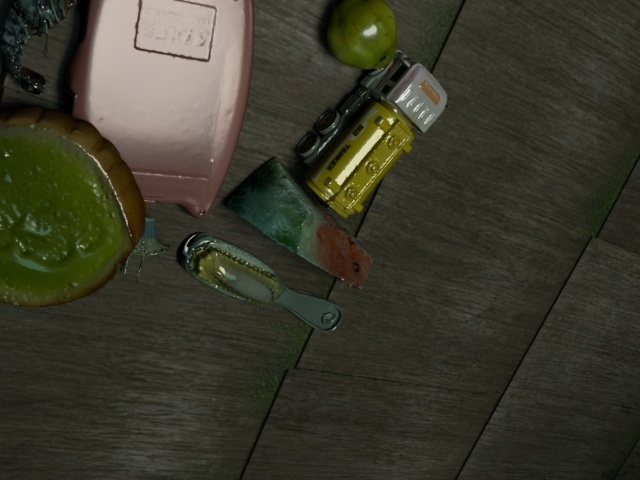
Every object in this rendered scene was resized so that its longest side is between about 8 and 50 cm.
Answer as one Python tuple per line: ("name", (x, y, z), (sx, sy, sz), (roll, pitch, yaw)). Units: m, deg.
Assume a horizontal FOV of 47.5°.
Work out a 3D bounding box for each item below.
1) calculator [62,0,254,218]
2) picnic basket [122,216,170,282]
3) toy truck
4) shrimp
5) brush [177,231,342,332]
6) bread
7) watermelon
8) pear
("calculator", (-0.186, -0.179, 0.856), (0.220, 0.048, 0.330), (3, 111, -27))
("picnic basket", (-0.233, 0.010, 0.920), (0.083, 0.065, 0.083), (7, 89, -35))
("toy truck", (0.069, -0.139, 0.967), (0.227, 0.114, 0.098), (-50, 126, 2))
("shrimp", (-0.291, -0.237, 0.754), (0.076, 0.082, 0.174), (15, 114, -37))
("brush", (-0.068, 0.075, 1.035), (0.296, 0.060, 0.068), (29, 96, -35))
("bread", (-0.315, -0.034, 0.810), (0.236, 0.070, 0.236), (-3, 114, -8))
("watermelon", (0.000, 0.000, 1.004), (0.094, 0.154, 0.241), (-49, 139, 2))
("pear", (0.057, -0.261, 0.917), (0.097, 0.092, 0.092), (41, 92, -17))
